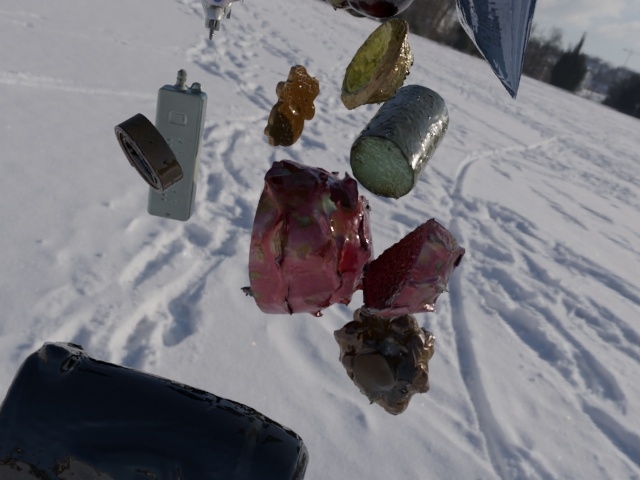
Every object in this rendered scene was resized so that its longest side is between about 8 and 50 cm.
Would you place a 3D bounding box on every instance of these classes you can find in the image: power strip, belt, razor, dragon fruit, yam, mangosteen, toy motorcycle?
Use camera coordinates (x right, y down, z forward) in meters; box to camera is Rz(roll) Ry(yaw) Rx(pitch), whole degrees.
[{"bbox_3d":[-0.305,-0.192,1.320,0.098,0.338,0.058,12,23,-1],"label":"power strip"},{"bbox_3d":[-0.182,-0.093,0.661,0.036,0.083,0.059,-40,17,-26],"label":"belt"},{"bbox_3d":[-0.191,0.255,0.692,0.349,0.204,0.113,24,-8,-7],"label":"razor"},{"bbox_3d":[0.000,0.000,1.368,0.249,0.386,0.370,9,52,15],"label":"dragon fruit"},{"bbox_3d":[0.169,-0.211,1.316,0.161,0.161,0.268,23,42,11],"label":"yam"},{"bbox_3d":[0.087,-0.475,1.102,0.200,0.199,0.200,17,19,-6],"label":"mangosteen"},{"bbox_3d":[-0.211,-0.532,1.296,0.102,0.150,0.221,9,50,-12],"label":"toy motorcycle"},{"bbox_3d":[0.170,0.090,1.165,0.126,0.274,0.161,29,59,-12],"label":"dragon fruit"}]

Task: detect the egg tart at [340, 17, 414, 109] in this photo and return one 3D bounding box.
[{"bbox_3d":[0.111,-0.317,1.144,0.074,0.191,0.191,26,15,-20],"label":"egg tart"}]

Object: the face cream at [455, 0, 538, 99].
[{"bbox_3d":[0.173,-0.262,0.606,0.135,0.086,0.385,61,6,14],"label":"face cream"}]

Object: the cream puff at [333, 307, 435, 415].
[{"bbox_3d":[0.161,0.287,1.498,0.241,0.268,0.155,-11,-1,15],"label":"cream puff"}]

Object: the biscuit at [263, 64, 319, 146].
[{"bbox_3d":[-0.060,-0.285,1.339,0.027,0.184,0.133,19,5,34],"label":"biscuit"}]
